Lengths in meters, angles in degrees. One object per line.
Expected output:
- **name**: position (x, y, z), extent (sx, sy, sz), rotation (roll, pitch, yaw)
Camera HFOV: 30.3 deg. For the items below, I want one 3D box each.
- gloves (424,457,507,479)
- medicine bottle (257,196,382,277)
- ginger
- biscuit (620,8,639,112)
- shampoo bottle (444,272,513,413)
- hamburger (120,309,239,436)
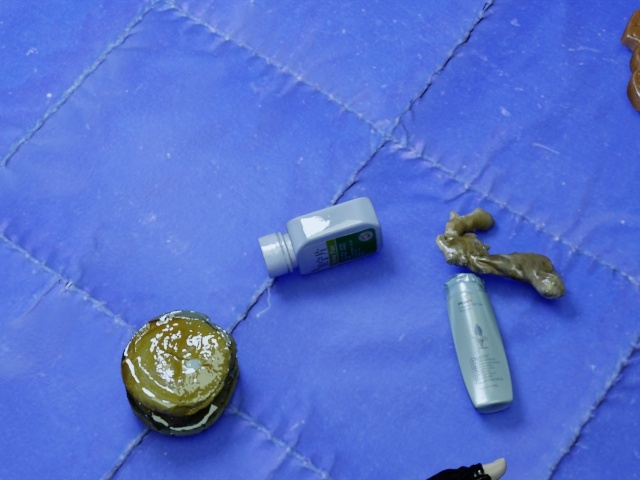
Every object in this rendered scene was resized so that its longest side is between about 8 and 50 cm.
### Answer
- **gloves**: position (0.209, 0.381, 1.620), extent (0.203, 0.124, 0.164), rotation (1, 92, -23)
- **medicine bottle**: position (0.000, 0.000, 1.809), extent (0.183, 0.119, 0.069), rotation (-16, 65, -3)
- **ginger**: position (0.268, 0.026, 1.807), extent (0.176, 0.052, 0.193), rotation (-7, 44, -18)
- **biscuit**: position (0.648, -0.296, 1.953), extent (0.306, 0.043, 0.284), rotation (25, 69, 13)
- **shampoo bottle**: position (0.234, 0.151, 1.760), extent (0.072, 0.049, 0.212), rotation (-13, 64, 2)
- **hamburger**: position (-0.202, 0.190, 1.743), extent (0.177, 0.113, 0.185), rotation (-11, 56, 4)
